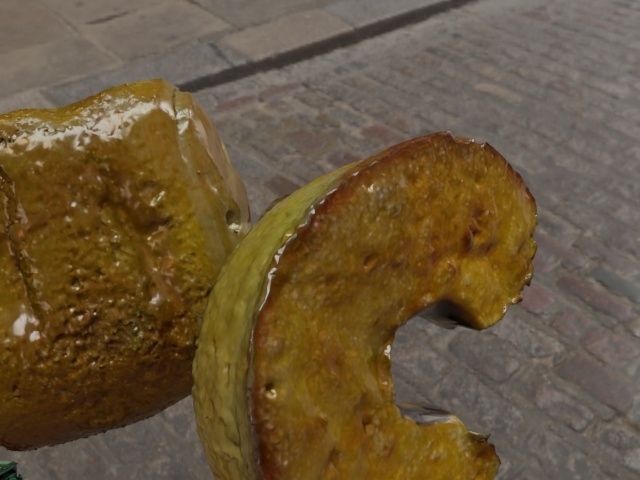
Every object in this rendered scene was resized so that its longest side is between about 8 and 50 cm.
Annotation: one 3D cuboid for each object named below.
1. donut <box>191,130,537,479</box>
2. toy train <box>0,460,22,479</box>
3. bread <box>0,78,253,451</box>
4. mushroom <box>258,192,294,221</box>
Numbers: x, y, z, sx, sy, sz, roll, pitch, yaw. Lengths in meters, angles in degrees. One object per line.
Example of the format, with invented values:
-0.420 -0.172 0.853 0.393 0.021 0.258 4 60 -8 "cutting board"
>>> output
0.045 0.105 0.685 0.377 0.436 0.163 21 -15 -40 "donut"
-0.439 0.380 0.842 0.154 0.270 0.115 0 3 4 "toy train"
-0.224 0.028 0.703 0.336 0.328 0.148 -17 3 -9 "bread"
0.002 0.000 0.978 0.072 0.094 0.209 -34 57 -29 "mushroom"
